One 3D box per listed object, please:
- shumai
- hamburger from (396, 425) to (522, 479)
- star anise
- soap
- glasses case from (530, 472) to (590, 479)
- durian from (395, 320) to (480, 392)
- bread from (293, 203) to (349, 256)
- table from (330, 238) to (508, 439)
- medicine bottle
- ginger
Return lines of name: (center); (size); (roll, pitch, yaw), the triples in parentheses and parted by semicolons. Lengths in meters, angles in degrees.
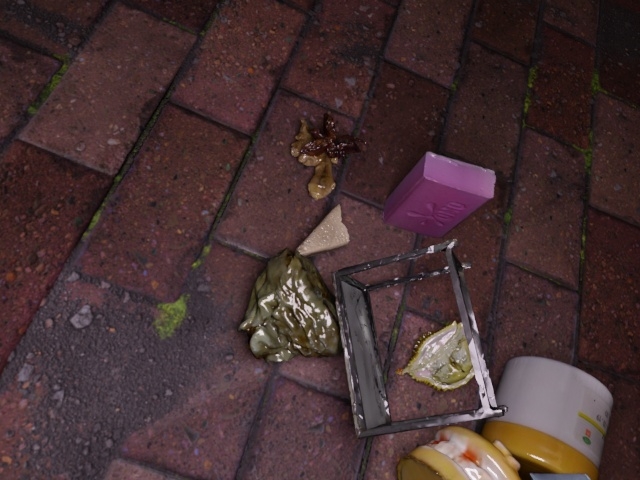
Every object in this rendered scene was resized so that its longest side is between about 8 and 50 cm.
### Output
shumai: (-0.070, 0.163, 1.087); (0.218, 0.189, 0.256); (-33, 87, -4)
hamburger: (0.309, 0.521, 0.973); (0.186, 0.261, 0.303); (-19, 54, -23)
star anise: (0.042, -0.262, 1.235); (0.140, 0.144, 0.158); (39, 59, -1)
soap: (0.285, -0.103, 1.227); (0.181, 0.259, 0.081); (15, 66, -11)
glasses case: (0.483, 0.566, 0.953); (0.266, 0.105, 0.056); (70, 26, -19)
durian: (0.278, 0.285, 1.166); (0.208, 0.102, 0.146); (-22, 75, 2)
bread: (-0.013, -0.017, 1.206); (0.152, 0.077, 0.105); (-14, 77, -24)
table: (0.207, 0.211, 1.035); (0.272, 0.222, 0.335); (-16, 70, 18)
medicine bottle: (0.492, 0.411, 1.087); (0.238, 0.238, 0.232); (33, 63, -1)
ginger: (-0.018, -0.204, 1.297); (0.133, 0.059, 0.214); (18, 66, -17)
